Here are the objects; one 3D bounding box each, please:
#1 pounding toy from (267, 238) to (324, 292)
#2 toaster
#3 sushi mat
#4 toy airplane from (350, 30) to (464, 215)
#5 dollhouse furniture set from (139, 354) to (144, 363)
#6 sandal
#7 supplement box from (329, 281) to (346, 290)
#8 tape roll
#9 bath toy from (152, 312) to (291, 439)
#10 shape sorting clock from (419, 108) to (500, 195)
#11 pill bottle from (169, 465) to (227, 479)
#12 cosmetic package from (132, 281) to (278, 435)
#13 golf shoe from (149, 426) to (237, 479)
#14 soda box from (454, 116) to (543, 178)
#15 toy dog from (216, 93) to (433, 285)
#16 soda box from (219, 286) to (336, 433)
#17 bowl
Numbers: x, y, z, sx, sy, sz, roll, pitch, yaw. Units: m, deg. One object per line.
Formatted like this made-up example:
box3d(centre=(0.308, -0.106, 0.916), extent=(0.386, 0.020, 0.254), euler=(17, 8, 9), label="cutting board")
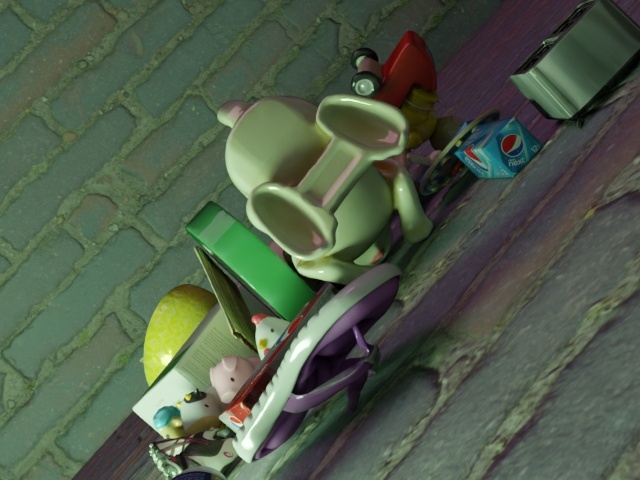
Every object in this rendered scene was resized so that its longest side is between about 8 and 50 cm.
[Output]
box3d(centre=(0.007, 0.000, 1.982), extent=(0.094, 0.181, 0.206), euler=(23, 74, 40), label="pounding toy")
box3d(centre=(0.385, -0.265, 1.381), extent=(0.168, 0.110, 0.186), euler=(-47, 6, 6), label="toaster")
box3d(centre=(-0.170, 0.133, 1.838), extent=(0.019, 0.151, 0.316), euler=(-37, 37, 2), label="sushi mat")
box3d(centre=(0.182, -0.213, 2.011), extent=(0.384, 0.272, 0.386), euler=(108, 167, -80), label="toy airplane")
box3d(centre=(-0.424, 0.398, 2.357), extent=(0.161, 0.182, 0.101), euler=(-42, 8, 36), label="dollhouse furniture set")
box3d(centre=(0.016, 0.175, 1.186), extent=(0.169, 0.102, 0.416), euler=(-32, -18, -42), label="sandal")
box3d(centre=(0.042, 0.042, 1.892), extent=(0.083, 0.083, 0.056), euler=(-50, 8, -20), label="supplement box")
box3d(centre=(-0.126, 0.057, 1.822), extent=(0.077, 0.321, 0.321), euler=(-47, 6, -7), label="tape roll")
box3d(centre=(-0.154, 0.255, 1.666), extent=(0.348, 0.129, 0.151), euler=(-43, 7, 27), label="bath toy")
box3d(centre=(0.259, -0.159, 1.709), extent=(0.206, 0.040, 0.206), euler=(-45, -11, -12), label="shape sorting clock")
box3d(centre=(-0.152, 0.344, 1.131), extent=(0.112, 0.112, 0.187), euler=(-47, 6, 1), label="pill bottle")
box3d(centre=(-0.216, 0.253, 1.992), extent=(0.197, 0.155, 0.365), euler=(-44, 8, 37), label="cosmetic package")
box3d(centre=(-0.208, 0.369, 1.546), extent=(0.120, 0.105, 0.273), euler=(-32, 7, -18), label="golf shoe")
box3d(centre=(0.286, -0.149, 1.516), extent=(0.071, 0.067, 0.210), euler=(-47, 5, -1), label="soda box")
box3d(centre=(-0.004, -0.058, 1.644), extent=(0.285, 0.395, 0.408), euler=(-62, -24, -13), label="toy dog")
box3d(centre=(-0.042, 0.198, 1.458), extent=(0.263, 0.083, 0.092), euler=(-52, 7, -37), label="soda box")
box3d(centre=(-0.278, 0.258, 2.239), extent=(0.156, 0.290, 0.289), euler=(7, 37, 25), label="bowl")
